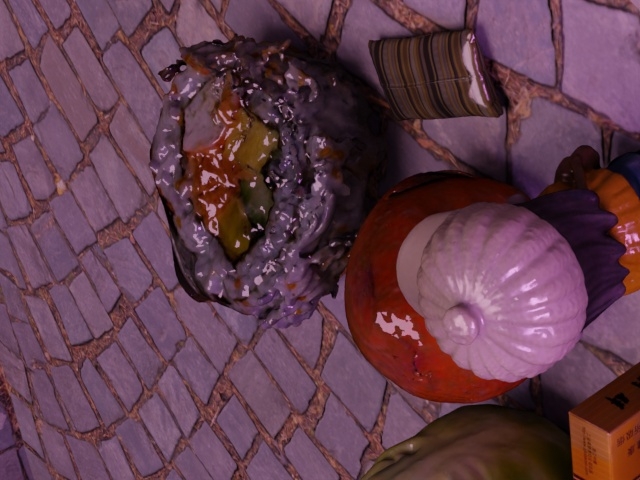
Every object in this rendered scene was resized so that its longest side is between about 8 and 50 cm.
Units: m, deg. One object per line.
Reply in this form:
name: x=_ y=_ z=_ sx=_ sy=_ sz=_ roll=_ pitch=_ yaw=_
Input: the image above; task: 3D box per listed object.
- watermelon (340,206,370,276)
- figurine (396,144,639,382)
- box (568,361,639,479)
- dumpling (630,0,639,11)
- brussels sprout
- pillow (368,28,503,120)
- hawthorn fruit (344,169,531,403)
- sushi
watermelon: x=0.005 y=-0.002 z=2.158 sx=0.119 sy=0.063 sz=0.245 roll=46 pitch=141 yaw=8
figurine: x=0.245 y=0.011 z=1.532 sx=0.185 sy=0.332 sz=0.204 roll=63 pitch=165 yaw=-1
box: x=0.364 y=0.267 z=1.752 sx=0.070 sy=0.152 sz=0.237 roll=24 pitch=133 yaw=46
dumpling: x=0.346 y=-0.273 z=1.344 sx=0.162 sy=0.132 sz=0.250 roll=46 pitch=147 yaw=17
brussels sprout: x=0.202 y=0.362 z=1.900 sx=0.344 sy=0.344 sz=0.268 roll=62 pitch=172 yaw=-2
pillow: x=0.132 y=-0.195 z=1.818 sx=0.203 sy=0.038 sz=0.113 roll=2 pitch=117 yaw=56
hawthorn fruit: x=0.157 y=0.076 z=1.819 sx=0.276 sy=0.276 sz=0.307 roll=49 pitch=162 yaw=18
sushi: x=-0.075 y=-0.082 z=2.024 sx=0.417 sy=0.176 sz=0.417 roll=12 pitch=105 yaw=50
